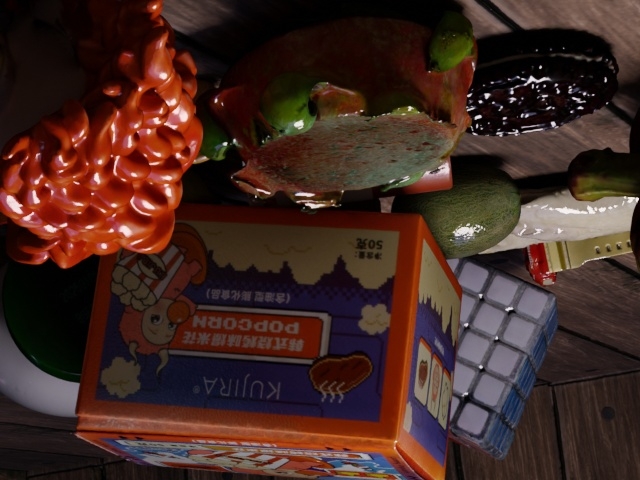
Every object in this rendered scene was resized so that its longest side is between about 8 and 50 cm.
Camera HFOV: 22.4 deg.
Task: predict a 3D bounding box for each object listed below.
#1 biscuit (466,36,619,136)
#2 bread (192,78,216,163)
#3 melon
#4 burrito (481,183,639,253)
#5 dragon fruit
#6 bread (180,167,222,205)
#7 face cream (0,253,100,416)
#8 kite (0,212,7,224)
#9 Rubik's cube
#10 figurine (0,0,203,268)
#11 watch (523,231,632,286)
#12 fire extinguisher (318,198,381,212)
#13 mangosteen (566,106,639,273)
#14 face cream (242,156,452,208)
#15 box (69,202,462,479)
[{"bbox_3d":[0.204,-0.151,1.607,0.195,0.053,0.194,-6,165,-1],"label":"biscuit"},{"bbox_3d":[-0.125,-0.118,1.575,0.081,0.083,0.046,-46,158,-13],"label":"bread"},{"bbox_3d":[0.156,-0.035,1.922,0.167,0.114,0.114,-12,165,9],"label":"melon"},{"bbox_3d":[0.333,-0.045,2.035,0.392,0.076,0.117,-9,160,5],"label":"burrito"},{"bbox_3d":[0.018,-0.123,1.492,0.268,0.130,0.295,-9,165,14],"label":"dragon fruit"},{"bbox_3d":[-0.205,-0.059,1.815,0.188,0.065,0.149,1,175,-29],"label":"bread"},{"bbox_3d":[-0.305,0.113,2.114,0.313,0.219,0.357,-2,165,-10],"label":"face cream"},{"bbox_3d":[-0.324,-0.058,1.487,0.378,0.013,0.327,3,-162,-10],"label":"kite"},{"bbox_3d":[0.188,0.151,2.275,0.238,0.237,0.237,23,171,15],"label":"Rubik's cube"},{"bbox_3d":[-0.275,-0.123,1.244,0.412,0.241,0.306,12,143,-26],"label":"figurine"},{"bbox_3d":[0.401,-0.009,2.162,0.268,0.102,0.165,-11,-177,12],"label":"watch"},{"bbox_3d":[0.000,0.000,2.003,0.135,0.114,0.337,-10,167,-12],"label":"fire extinguisher"},{"bbox_3d":[0.492,-0.035,1.673,0.435,0.382,0.382,33,162,0],"label":"mangosteen"},{"bbox_3d":[0.028,-0.087,1.707,0.214,0.095,0.096,-7,166,4],"label":"face cream"},{"bbox_3d":[-0.042,0.125,1.770,0.349,0.256,0.318,3,166,13],"label":"box"}]
